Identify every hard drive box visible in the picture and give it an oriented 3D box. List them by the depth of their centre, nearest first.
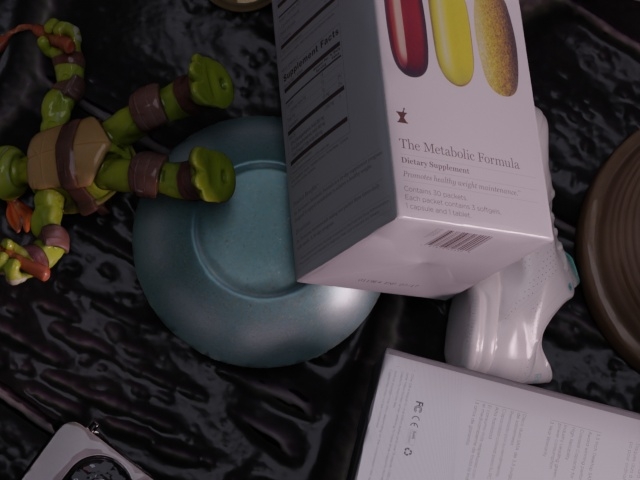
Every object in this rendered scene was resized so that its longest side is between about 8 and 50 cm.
[{"bbox_3d":[0.132,0.197,1.226,0.232,0.089,0.181,15,77,-1],"label":"hard drive box"}]

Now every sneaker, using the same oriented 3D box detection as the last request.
[{"bbox_3d":[0.157,0.005,1.287,0.094,0.080,0.212,13,83,-14],"label":"sneaker"}]

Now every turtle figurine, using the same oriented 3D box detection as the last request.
[{"bbox_3d":[-0.169,-0.049,1.242,0.217,0.087,0.269,-9,59,25],"label":"turtle figurine"}]

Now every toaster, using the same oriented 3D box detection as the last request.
[{"bbox_3d":[-0.142,0.209,1.163,0.168,0.185,0.110,39,76,-4],"label":"toaster"}]

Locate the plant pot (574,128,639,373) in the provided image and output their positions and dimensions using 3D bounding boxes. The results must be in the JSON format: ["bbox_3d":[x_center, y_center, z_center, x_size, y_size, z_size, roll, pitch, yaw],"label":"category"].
[{"bbox_3d":[0.319,0.001,1.275,0.237,0.110,0.237,1,77,-5],"label":"plant pot"}]

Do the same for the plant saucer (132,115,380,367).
[{"bbox_3d":[-0.042,-0.004,1.256,0.195,0.037,0.195,1,76,-5],"label":"plant saucer"}]

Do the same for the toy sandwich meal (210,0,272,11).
[{"bbox_3d":[-0.061,-0.219,1.336,0.085,0.029,0.085,0,89,-4],"label":"toy sandwich meal"}]

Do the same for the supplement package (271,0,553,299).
[{"bbox_3d":[0.060,-0.098,1.223,0.139,0.134,0.244,7,66,-31],"label":"supplement package"}]
